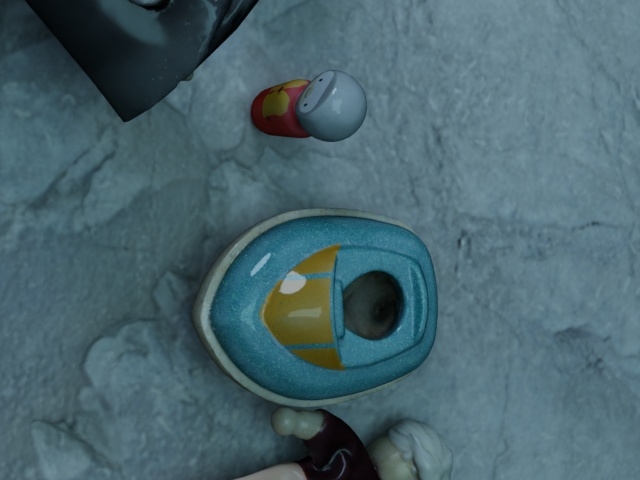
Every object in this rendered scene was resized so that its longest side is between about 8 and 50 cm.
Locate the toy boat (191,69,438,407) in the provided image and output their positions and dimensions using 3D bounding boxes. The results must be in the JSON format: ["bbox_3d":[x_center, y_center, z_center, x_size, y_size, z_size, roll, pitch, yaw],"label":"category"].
[{"bbox_3d":[0.000,0.000,1.865,0.267,0.148,0.318,-10,96,-33],"label":"toy boat"}]

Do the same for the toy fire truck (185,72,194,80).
[{"bbox_3d":[-0.094,-0.281,1.828,0.217,0.158,0.246,7,111,-20],"label":"toy fire truck"}]

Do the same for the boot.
[{"bbox_3d":[-0.293,-0.271,1.657,0.367,0.146,0.445,-43,111,2],"label":"boot"}]

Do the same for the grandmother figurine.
[{"bbox_3d":[-0.019,0.251,1.921,0.342,0.104,0.208,-15,124,-26],"label":"grandmother figurine"}]
